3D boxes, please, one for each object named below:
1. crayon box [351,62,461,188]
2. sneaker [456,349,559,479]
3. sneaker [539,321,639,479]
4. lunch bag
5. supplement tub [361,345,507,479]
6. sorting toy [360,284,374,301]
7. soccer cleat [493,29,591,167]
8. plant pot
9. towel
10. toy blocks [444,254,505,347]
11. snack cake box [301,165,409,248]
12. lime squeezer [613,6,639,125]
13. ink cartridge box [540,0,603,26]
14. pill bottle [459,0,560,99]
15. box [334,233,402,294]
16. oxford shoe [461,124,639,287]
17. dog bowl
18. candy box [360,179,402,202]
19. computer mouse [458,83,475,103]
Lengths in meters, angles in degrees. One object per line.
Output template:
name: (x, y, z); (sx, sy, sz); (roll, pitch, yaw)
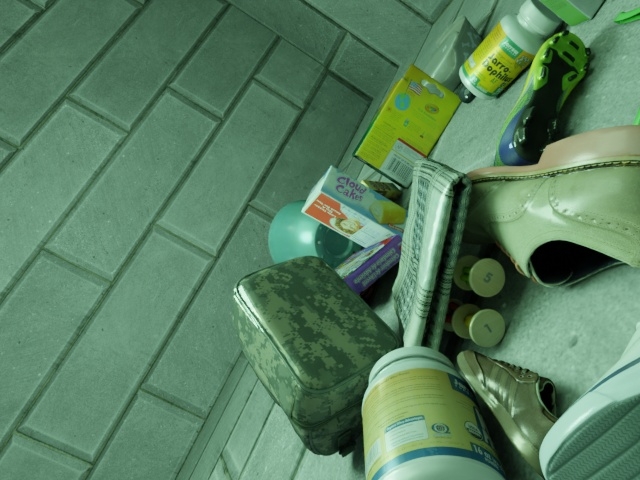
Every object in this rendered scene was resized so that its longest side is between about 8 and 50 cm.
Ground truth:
crayon box: (0.268, -0.350, 1.314); (0.319, 0.202, 0.081); (-58, 10, 6)
sneaker: (0.220, 0.172, 0.467); (0.071, 0.066, 0.188); (-41, 18, 7)
sneaker: (0.275, 0.103, 0.322); (0.258, 0.094, 0.091); (-52, -6, 20)
lunch bag: (-0.025, 0.214, 0.784); (0.305, 0.212, 0.256); (43, 137, 39)
supplement tub: (0.122, 0.234, 0.487); (0.144, 0.144, 0.200); (-56, 11, 21)
sorting toy: (0.103, 0.148, 1.145); (0.102, 0.042, 0.061); (-56, 10, 21)
soccer cleat: (0.382, -0.247, 0.748); (0.289, 0.093, 0.121); (-62, 3, -15)
plant pot: (0.000, 0.000, 1.438); (0.235, 0.292, 0.293); (2, 61, 61)
towel: (0.164, 0.029, 0.716); (0.312, 0.056, 0.325); (-79, -6, -74)
toy blocks: (0.213, 0.082, 0.638); (0.148, 0.054, 0.124); (-175, 84, -79)
snack cake box: (0.098, -0.076, 1.161); (0.089, 0.264, 0.152); (-66, 12, -24)
lime squeezer: (0.459, -0.289, 0.583); (0.110, 0.058, 0.311); (-46, 17, 53)
ink cartridge box: (0.463, -0.530, 0.814); (0.109, 0.209, 0.062); (-58, 10, 10)
pill bottle: (0.434, -0.440, 0.974); (0.208, 0.117, 0.118); (-48, 15, 49)
box: (0.090, 0.087, 1.129); (0.200, 0.057, 0.293); (-38, 2, -20)
oxford shoe: (0.264, -0.017, 0.551); (0.397, 0.140, 0.147); (139, 144, -81)
dog bowl: (0.439, -0.618, 1.524); (0.349, 0.102, 0.349); (-57, 11, 17)
candy box: (0.165, -0.128, 1.313); (0.186, 0.053, 0.109); (-6, -42, -53)
computer mouse: (0.454, -0.494, 1.259); (0.071, 0.041, 0.242); (-48, 15, 54)
